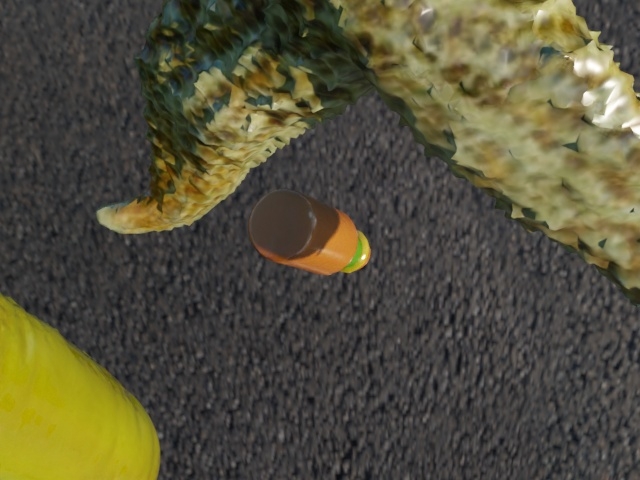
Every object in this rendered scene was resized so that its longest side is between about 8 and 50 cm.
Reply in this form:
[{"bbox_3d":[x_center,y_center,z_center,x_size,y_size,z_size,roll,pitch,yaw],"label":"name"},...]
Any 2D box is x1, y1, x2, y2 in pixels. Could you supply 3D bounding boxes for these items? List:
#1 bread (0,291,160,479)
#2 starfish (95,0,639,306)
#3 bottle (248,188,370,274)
[{"bbox_3d":[-0.209,0.035,0.532,0.166,0.383,0.112,-7,62,22],"label":"bread"},{"bbox_3d":[0.040,-0.099,0.327,0.357,0.347,0.078,4,24,33],"label":"starfish"},{"bbox_3d":[0.000,0.000,1.178,0.069,0.187,0.069,-4,79,23],"label":"bottle"}]
